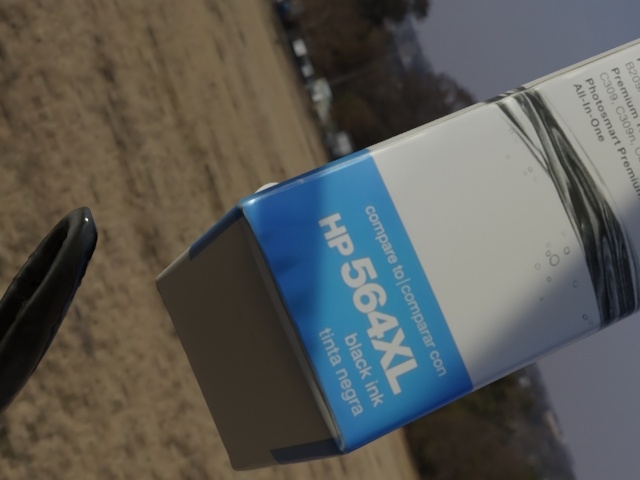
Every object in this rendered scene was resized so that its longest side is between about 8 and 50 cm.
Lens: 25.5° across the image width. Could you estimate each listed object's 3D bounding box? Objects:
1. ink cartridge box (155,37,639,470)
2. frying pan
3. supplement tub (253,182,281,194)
[{"bbox_3d":[0.059,0.002,0.507,0.086,0.203,0.148,67,-19,4],"label":"ink cartridge box"},{"bbox_3d":[-0.169,0.128,0.535,0.326,0.053,0.197,-38,-136,55],"label":"frying pan"},{"bbox_3d":[0.000,0.000,1.039,0.071,0.107,0.071,-30,127,-49],"label":"supplement tub"}]
